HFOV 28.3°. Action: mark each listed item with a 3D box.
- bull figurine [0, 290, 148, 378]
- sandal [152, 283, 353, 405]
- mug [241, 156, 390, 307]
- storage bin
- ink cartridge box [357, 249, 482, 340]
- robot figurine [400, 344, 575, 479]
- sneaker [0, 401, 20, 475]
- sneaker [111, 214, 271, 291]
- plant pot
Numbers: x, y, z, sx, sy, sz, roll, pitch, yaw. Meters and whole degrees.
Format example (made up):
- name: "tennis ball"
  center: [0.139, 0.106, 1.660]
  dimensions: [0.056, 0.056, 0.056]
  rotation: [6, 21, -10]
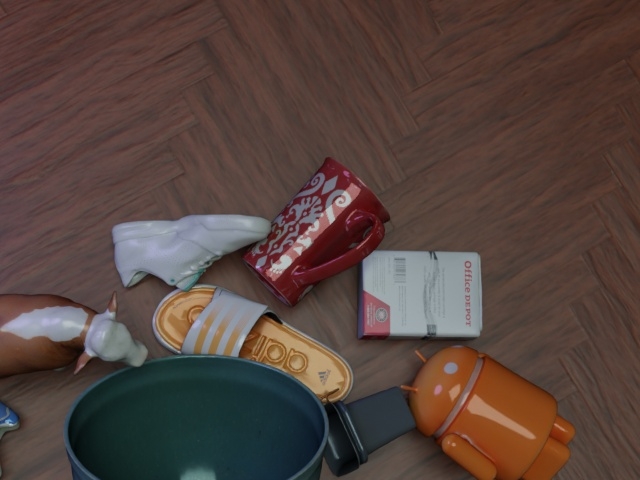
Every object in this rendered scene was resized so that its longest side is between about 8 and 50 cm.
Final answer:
- name: "bull figurine"
  center: [-0.357, 0.117, 1.497]
  dimensions: [0.310, 0.188, 0.101]
  rotation: [0, 79, -5]
- name: "sandal"
  center: [-0.079, 0.124, 1.575]
  dimensions: [0.265, 0.076, 0.102]
  rotation: [22, 77, 1]
- name: "mug"
  center: [-0.007, -0.007, 1.577]
  dimensions: [0.169, 0.150, 0.113]
  rotation: [-45, 98, -7]
- name: "storage bin"
  center: [0.051, 0.221, 1.545]
  dimensions: [0.091, 0.135, 0.098]
  rotation: [-22, 80, -20]
- name: "ink cartridge box"
  center: [0.125, 0.071, 1.609]
  dimensions: [0.150, 0.063, 0.109]
  rotation: [1, 78, -5]
- name: "robot figurine"
  center: [0.201, 0.213, 1.551]
  dimensions: [0.219, 0.128, 0.158]
  rotation: [31, 75, 1]
- name: "sneaker"
  center: [-0.431, 0.282, 1.512]
  dimensions: [0.081, 0.080, 0.211]
  rotation: [20, 79, 3]
- name: "sneaker"
  center: [-0.157, 0.016, 1.579]
  dimensions: [0.212, 0.080, 0.094]
  rotation: [-7, 85, 21]
- name: "plant pot"
  center: [-0.139, 0.288, 1.448]
  dimensions: [0.293, 0.293, 0.196]
  rotation: [-1, 116, -5]
